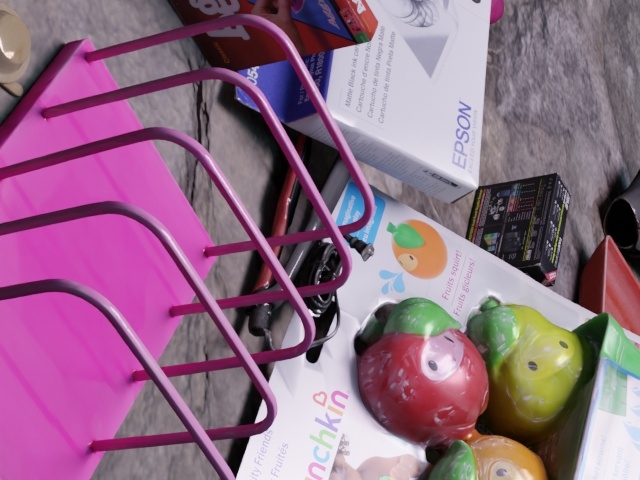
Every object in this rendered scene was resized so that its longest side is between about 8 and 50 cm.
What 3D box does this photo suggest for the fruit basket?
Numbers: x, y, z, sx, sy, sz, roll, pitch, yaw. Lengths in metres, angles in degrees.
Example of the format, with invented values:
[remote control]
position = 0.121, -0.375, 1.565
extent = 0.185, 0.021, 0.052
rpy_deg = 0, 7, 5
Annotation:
[fruit basket]
position = 0.129, 0.143, 1.313
extent = 0.353, 0.165, 0.327
rpy_deg = 33, 54, -19

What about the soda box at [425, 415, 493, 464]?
[soda box]
position = 0.141, 0.182, 1.496
extent = 0.181, 0.061, 0.058
rpy_deg = 10, 73, -57

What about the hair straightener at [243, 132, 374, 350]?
[hair straightener]
position = 0.000, 0.000, 1.286
extent = 0.047, 0.089, 0.230
rpy_deg = 95, 10, -49

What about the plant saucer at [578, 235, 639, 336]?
[plant saucer]
position = 0.353, 0.170, 1.841
extent = 0.258, 0.047, 0.259
rpy_deg = 52, 37, -39

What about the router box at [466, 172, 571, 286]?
[router box]
position = 0.195, -0.005, 1.604
extent = 0.038, 0.092, 0.122
rpy_deg = 52, 42, -39

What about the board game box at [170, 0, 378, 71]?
[board game box]
position = -0.083, -0.245, 1.165
extent = 0.281, 0.145, 0.027
rpy_deg = 56, 42, -34

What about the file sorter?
[file sorter]
position = -0.107, 0.016, 1.022
extent = 0.202, 0.182, 0.291
rpy_deg = 60, 37, -29

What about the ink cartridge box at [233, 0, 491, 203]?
[ink cartridge box]
position = 0.044, -0.169, 1.352
extent = 0.224, 0.045, 0.223
rpy_deg = 23, 56, -26

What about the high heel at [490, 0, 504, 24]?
[high heel]
position = 0.112, -0.192, 1.535
extent = 0.244, 0.082, 0.117
rpy_deg = -6, 96, -63

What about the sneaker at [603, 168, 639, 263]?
[sneaker]
position = 0.406, 0.014, 1.976
extent = 0.118, 0.083, 0.222
rpy_deg = -36, 121, -35

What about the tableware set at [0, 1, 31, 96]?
[tableware set]
position = -0.229, -0.179, 1.031
extent = 0.141, 0.020, 0.169
rpy_deg = 28, 60, -50
